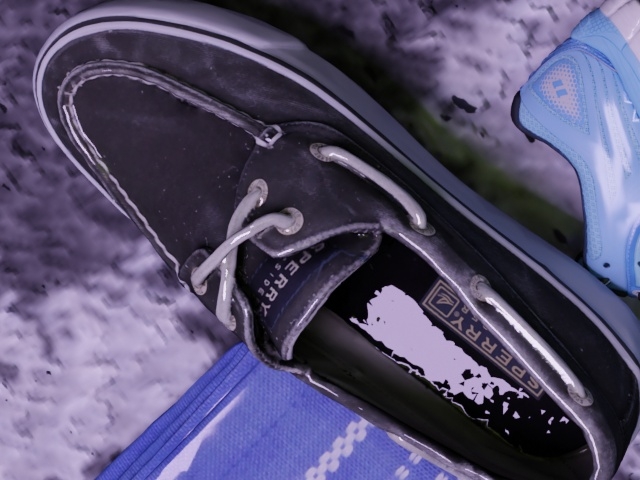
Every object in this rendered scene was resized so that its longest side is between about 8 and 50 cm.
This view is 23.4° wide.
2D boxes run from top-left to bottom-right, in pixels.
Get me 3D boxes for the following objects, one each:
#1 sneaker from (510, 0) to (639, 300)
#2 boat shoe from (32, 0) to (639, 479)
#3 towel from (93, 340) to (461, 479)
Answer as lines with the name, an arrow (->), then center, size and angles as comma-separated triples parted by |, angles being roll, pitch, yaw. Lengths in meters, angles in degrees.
sneaker -> 0.118, 0.002, 0.483 | 0.073, 0.063, 0.162 | -32, 93, 27
boat shoe -> 0.000, 0.000, 0.460 | 0.219, 0.070, 0.078 | 32, 117, 8
towel -> 0.025, 0.214, 0.531 | 0.336, 0.040, 0.243 | 43, 98, -6
